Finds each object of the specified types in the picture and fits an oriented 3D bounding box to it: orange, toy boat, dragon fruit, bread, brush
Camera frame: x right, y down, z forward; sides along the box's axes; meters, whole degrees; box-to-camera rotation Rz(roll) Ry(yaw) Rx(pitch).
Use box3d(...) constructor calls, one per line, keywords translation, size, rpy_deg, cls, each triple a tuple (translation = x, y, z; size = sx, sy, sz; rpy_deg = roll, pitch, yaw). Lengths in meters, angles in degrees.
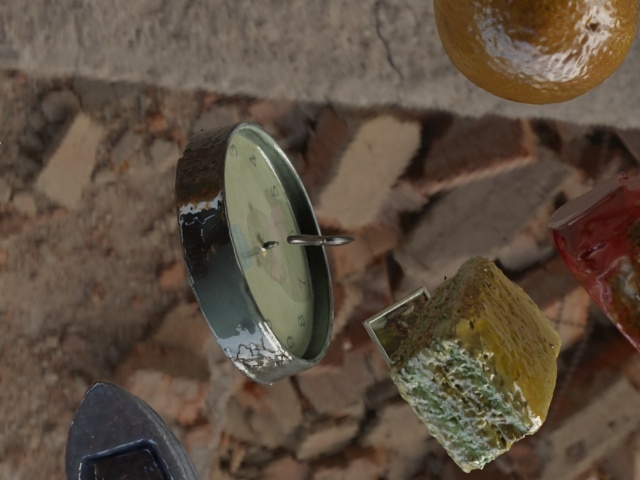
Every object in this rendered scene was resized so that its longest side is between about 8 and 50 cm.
box3d(translation=(0.077, -0.089, 0.552), size=(0.085, 0.085, 0.085), rpy_deg=(-5, 117, -9), cls="orange")
box3d(translation=(-0.158, 0.263, 1.368), size=(0.127, 0.078, 0.283), rpy_deg=(-17, 86, 13), cls="toy boat")
box3d(translation=(0.282, 0.008, 1.251), size=(0.189, 0.261, 0.163), rpy_deg=(18, 107, 2), cls="dragon fruit")
box3d(translation=(0.150, 0.103, 1.390), size=(0.102, 0.196, 0.138), rpy_deg=(-34, 97, 29), cls="bread")
box3d(translation=(0.000, 0.000, 1.113), size=(0.024, 0.083, 0.008), rpy_deg=(-7, 85, 32), cls="brush")

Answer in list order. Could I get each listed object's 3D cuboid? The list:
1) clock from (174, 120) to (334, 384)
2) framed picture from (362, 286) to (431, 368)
box3d(translation=(-0.064, 0.010, 1.584), size=(0.055, 0.280, 0.280), rpy_deg=(-16, 120, 19), cls="clock")
box3d(translation=(0.099, 0.100, 1.725), size=(0.089, 0.006, 0.066), rpy_deg=(-28, 85, -23), cls="framed picture")
